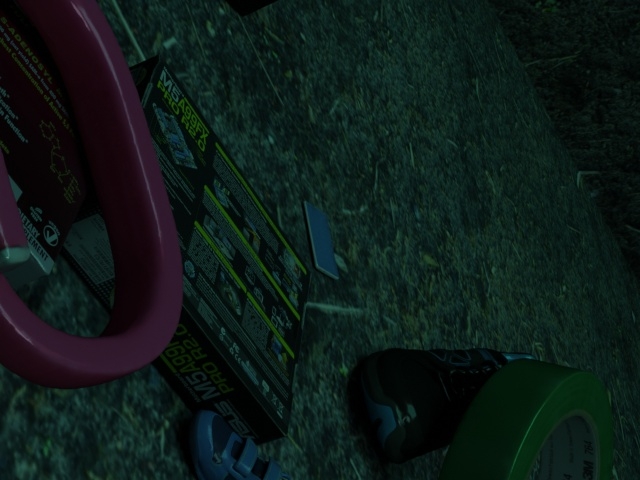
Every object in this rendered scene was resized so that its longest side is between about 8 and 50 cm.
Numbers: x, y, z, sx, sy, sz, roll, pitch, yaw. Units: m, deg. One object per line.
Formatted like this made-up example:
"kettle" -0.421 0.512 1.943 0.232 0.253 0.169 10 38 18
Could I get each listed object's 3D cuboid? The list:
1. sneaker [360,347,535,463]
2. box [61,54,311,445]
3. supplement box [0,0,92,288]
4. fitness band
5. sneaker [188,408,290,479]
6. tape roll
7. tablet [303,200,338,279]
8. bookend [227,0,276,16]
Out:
"sneaker" 0.152 0.167 1.369 0.341 0.140 0.125 -3 75 -67
"box" -0.105 0.011 1.004 0.270 0.060 0.216 56 24 -32
"supplement box" -0.213 -0.083 0.811 0.130 0.073 0.239 57 24 -29
"fitness band" -0.166 -0.055 0.726 0.209 0.054 0.290 1 72 -67
"sneaker" -0.055 0.190 0.959 0.144 0.059 0.053 60 25 -20
"tape roll" 0.226 0.293 1.315 0.321 0.077 0.321 -23 118 -51
"tablet" 0.000 0.000 1.338 0.054 0.006 0.083 33 41 -56
"bookend" -0.104 -0.360 1.324 0.157 0.072 0.156 39 36 -53
